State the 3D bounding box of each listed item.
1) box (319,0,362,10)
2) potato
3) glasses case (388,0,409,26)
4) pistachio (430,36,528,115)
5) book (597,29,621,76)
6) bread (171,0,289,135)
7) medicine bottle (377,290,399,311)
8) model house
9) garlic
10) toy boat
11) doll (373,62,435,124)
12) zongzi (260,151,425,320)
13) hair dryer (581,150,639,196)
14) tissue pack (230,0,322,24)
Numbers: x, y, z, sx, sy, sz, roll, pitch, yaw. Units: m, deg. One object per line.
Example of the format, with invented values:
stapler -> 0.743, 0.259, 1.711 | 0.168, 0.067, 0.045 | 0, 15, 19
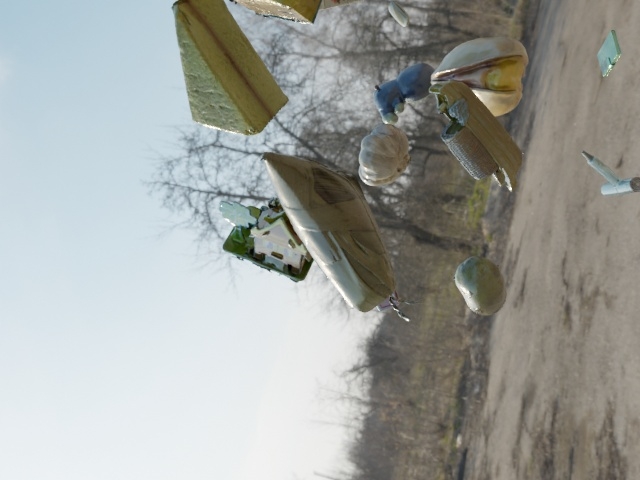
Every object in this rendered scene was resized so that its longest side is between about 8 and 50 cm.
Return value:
box -> 0.043, -0.769, 1.637 | 0.029, 0.198, 0.109 | 33, 138, 53
potato -> 0.550, 0.158, 1.821 | 0.262, 0.164, 0.165 | 51, -136, -39
glasses case -> 0.211, -0.609, 1.447 | 0.021, 0.083, 0.032 | -24, -24, -23
pistachio -> 0.448, -0.459, 1.524 | 0.309, 0.229, 0.230 | -146, 63, -66
book -> 1.004, -0.647, 1.876 | 0.135, 0.017, 0.103 | 67, -162, -71
bread -> -0.262, -0.525, 1.556 | 0.362, 0.244, 0.233 | 85, -154, -45
medicine bottle -> 0.239, 0.180, 2.076 | 0.188, 0.094, 0.119 | -87, -26, -74
model house -> -0.164, -0.076, 1.873 | 0.313, 0.357, 0.243 | 101, -166, -53
garlic -> 0.234, -0.299, 1.926 | 0.227, 0.152, 0.228 | -31, -41, -31
toy boat -> 0.343, -0.224, 1.196 | 0.115, 0.310, 0.089 | -48, 27, 3
doll -> 0.329, -0.576, 2.076 | 0.154, 0.258, 0.228 | 59, -164, -28
zongzi -> 0.031, 0.024, 1.441 | 0.467, 0.218, 0.500 | 5, -121, -62
hair dryer -> 0.764, -0.188, 1.464 | 0.044, 0.183, 0.155 | -52, -2, -1
tissue pack -> -0.071, -0.639, 1.199 | 0.134, 0.192, 0.271 | 9, -79, -59
